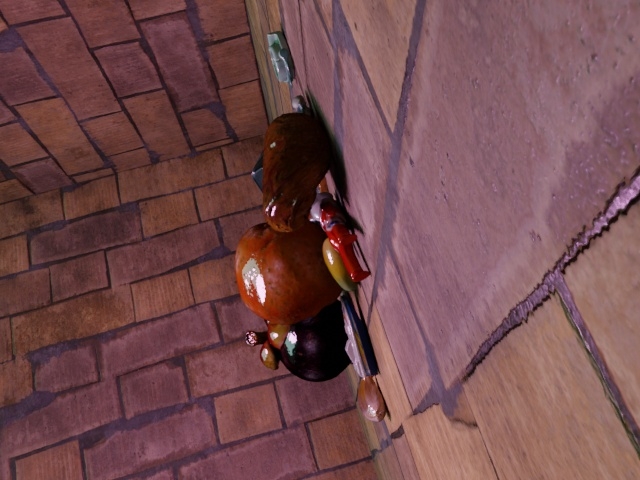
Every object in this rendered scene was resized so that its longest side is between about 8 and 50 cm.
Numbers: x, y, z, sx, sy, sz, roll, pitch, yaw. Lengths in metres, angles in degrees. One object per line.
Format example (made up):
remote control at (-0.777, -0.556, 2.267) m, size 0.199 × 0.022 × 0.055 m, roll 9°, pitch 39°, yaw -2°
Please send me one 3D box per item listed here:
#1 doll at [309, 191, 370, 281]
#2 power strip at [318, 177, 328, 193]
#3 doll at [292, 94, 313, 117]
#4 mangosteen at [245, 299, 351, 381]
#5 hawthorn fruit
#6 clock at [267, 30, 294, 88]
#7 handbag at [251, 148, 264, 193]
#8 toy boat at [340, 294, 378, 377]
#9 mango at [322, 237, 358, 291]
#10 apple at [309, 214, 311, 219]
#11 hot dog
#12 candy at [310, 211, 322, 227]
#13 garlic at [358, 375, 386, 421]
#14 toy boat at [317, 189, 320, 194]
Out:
doll at (0.046, -0.036, 1.596) m, size 0.384 × 0.099 × 0.188 m, roll -121°, pitch 9°, yaw -56°
power strip at (-0.001, -0.220, 1.870) m, size 0.049 × 0.028 × 0.178 m, roll -121°, pitch 16°, yaw -72°
doll at (-0.050, -0.365, 1.732) m, size 0.103 × 0.071 × 0.214 m, roll 157°, pitch 106°, yaw -73°
mangosteen at (-0.064, 0.397, 2.176) m, size 0.382 × 0.435 × 0.382 m, roll 161°, pitch 90°, yaw -84°
hawthorn fruit at (-0.111, 0.075, 1.912) m, size 0.403 × 0.402 × 0.403 m, roll 164°, pitch 90°, yaw -85°
clock at (-0.135, -0.628, 1.906) m, size 0.148 × 0.060 × 0.189 m, roll 82°, pitch 170°, yaw -57°
handbag at (-0.166, -0.288, 2.257) m, size 0.089 × 0.238 × 0.326 m, roll 26°, pitch 169°, yaw 17°
toy boat at (0.119, 0.335, 1.921) m, size 0.129 × 0.088 × 0.295 m, roll 134°, pitch 119°, yaw -84°
mango at (0.067, 0.074, 1.736) m, size 0.130 × 0.091 × 0.195 m, roll -141°, pitch 27°, yaw -78°
apple at (-0.068, -0.129, 2.331) m, size 0.195 × 0.160 × 0.173 m, roll -122°, pitch 38°, yaw -52°
hot dog at (-0.079, -0.202, 1.581) m, size 0.267 × 0.174 × 0.388 m, roll 120°, pitch 155°, yaw -43°
candy at (0.008, -0.043, 2.151) m, size 0.097 × 0.062 × 0.195 m, roll -114°, pitch 10°, yaw -53°
garlic at (0.192, 0.589, 1.967) m, size 0.198 × 0.090 × 0.129 m, roll -105°, pitch 14°, yaw -60°
toy boat at (0.016, -0.148, 1.964) m, size 0.122 × 0.034 × 0.096 m, roll 141°, pitch 114°, yaw -75°
